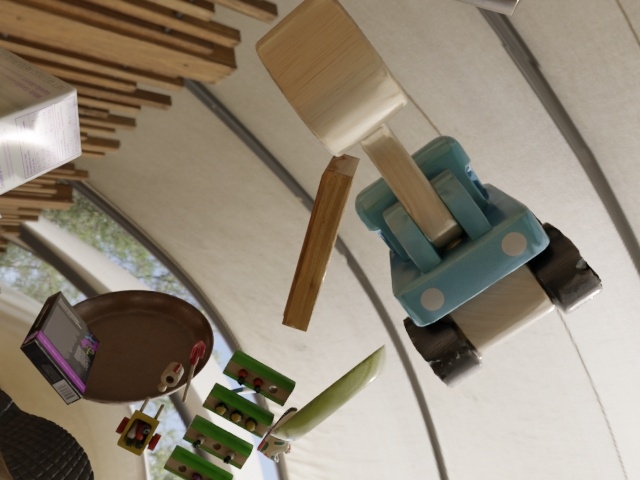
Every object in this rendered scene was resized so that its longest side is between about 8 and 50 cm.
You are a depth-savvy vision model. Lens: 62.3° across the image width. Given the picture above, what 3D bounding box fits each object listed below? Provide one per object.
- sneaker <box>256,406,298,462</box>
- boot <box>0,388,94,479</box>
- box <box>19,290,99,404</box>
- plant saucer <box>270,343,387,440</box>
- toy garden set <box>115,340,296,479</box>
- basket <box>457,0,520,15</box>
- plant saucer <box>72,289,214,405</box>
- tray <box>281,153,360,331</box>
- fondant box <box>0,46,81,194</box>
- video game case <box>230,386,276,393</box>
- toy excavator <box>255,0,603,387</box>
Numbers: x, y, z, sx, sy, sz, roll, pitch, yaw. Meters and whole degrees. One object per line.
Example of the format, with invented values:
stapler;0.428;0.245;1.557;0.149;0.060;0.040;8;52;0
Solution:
sneaker;-0.092;0.503;1.366;0.075;0.057;0.161;39;-78;7
boot;-0.571;0.416;0.993;0.338;0.118;0.222;39;-54;11
box;-0.399;0.161;0.823;0.116;0.029;0.162;64;-2;-24
plant saucer;0.024;0.261;0.885;0.037;0.241;0.241;52;-53;14
toy garden set;-0.188;0.274;0.819;0.244;0.204;0.049;-58;-175;14
basket;0.208;-0.436;0.766;0.227;0.154;0.204;28;-86;8
plant saucer;-0.365;0.206;1.022;0.310;0.311;0.050;43;-48;40
tray;0.000;0.000;1.325;0.076;0.203;0.410;17;-67;3
fondant box;-0.454;-0.111;0.524;0.238;0.330;0.096;29;-47;12
video game case;-0.182;0.417;1.482;0.119;0.166;0.015;-26;-114;43
toy excavator;0.117;-0.049;0.638;0.222;0.433;0.445;-37;-84;13
